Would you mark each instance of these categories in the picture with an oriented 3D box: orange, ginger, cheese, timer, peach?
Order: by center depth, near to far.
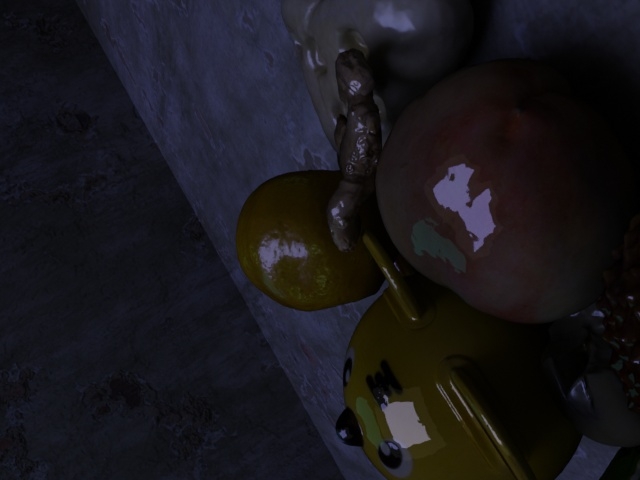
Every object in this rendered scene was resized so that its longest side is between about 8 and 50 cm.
[{"bbox_3d":[0.193,-0.051,0.624,0.292,0.248,0.292,54,-173,-9],"label":"peach"},{"bbox_3d":[0.330,0.148,0.660,0.091,0.203,0.175,-31,81,41],"label":"cheese"},{"bbox_3d":[0.042,-0.112,0.716,0.149,0.065,0.258,-85,-5,-56],"label":"ginger"},{"bbox_3d":[0.178,0.185,0.791,0.376,0.376,0.387,45,177,37],"label":"timer"},{"bbox_3d":[0.097,-0.214,0.821,0.351,0.130,0.328,31,150,54],"label":"cheese"},{"bbox_3d":[0.000,0.000,0.955,0.279,0.279,0.234,-174,80,-66],"label":"orange"}]

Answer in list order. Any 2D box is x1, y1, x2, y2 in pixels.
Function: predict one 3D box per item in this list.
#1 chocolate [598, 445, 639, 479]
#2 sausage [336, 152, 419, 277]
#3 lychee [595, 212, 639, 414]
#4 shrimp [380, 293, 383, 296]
[{"bbox_3d":[0.384,0.315,0.617,0.137,0.289,0.300,40,153,22],"label":"chocolate"},{"bbox_3d":[0.117,-0.035,1.081,0.371,0.082,0.082,64,160,-7],"label":"sausage"},{"bbox_3d":[0.339,0.068,0.422,0.267,0.268,0.267,49,157,30],"label":"lychee"},{"bbox_3d":[0.165,0.178,1.239,0.145,0.061,0.267,52,166,27],"label":"shrimp"}]
